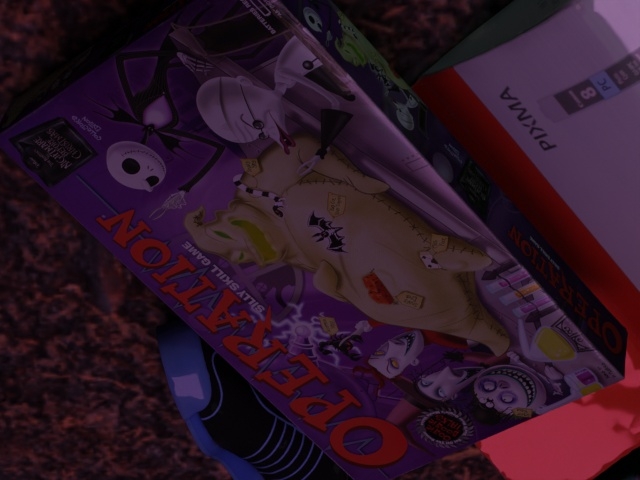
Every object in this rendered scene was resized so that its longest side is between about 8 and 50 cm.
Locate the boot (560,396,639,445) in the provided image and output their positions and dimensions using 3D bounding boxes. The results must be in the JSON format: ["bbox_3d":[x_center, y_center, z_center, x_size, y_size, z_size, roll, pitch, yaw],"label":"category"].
[{"bbox_3d":[0.240,0.050,1.072,0.197,0.073,0.152,-17,128,-8],"label":"boot"}]

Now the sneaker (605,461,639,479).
[{"bbox_3d":[0.262,0.198,1.137,0.224,0.098,0.083,-34,168,34],"label":"sneaker"}]

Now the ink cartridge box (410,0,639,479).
[{"bbox_3d":[0.200,-0.011,0.957,0.385,0.091,0.308,-37,108,17],"label":"ink cartridge box"}]

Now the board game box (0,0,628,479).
[{"bbox_3d":[0.000,0.000,0.945,0.208,0.056,0.347,-27,120,35],"label":"board game box"}]

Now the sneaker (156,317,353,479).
[{"bbox_3d":[-0.030,0.121,1.078,0.090,0.081,0.232,-24,134,6],"label":"sneaker"}]
